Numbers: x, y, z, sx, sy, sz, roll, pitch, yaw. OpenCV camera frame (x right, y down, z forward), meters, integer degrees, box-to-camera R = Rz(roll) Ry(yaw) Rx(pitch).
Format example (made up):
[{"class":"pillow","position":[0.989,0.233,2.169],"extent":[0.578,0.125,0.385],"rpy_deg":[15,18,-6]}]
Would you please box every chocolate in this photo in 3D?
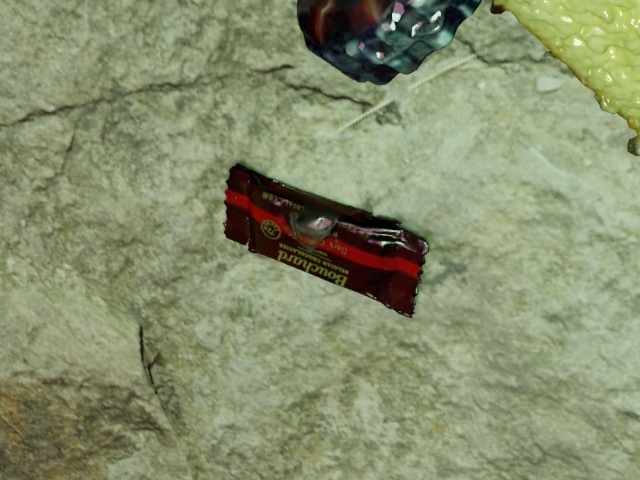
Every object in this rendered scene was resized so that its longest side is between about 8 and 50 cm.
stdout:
[{"class":"chocolate","position":[0.000,0.000,1.324],"extent":[0.182,0.028,0.086],"rpy_deg":[23,130,15]}]

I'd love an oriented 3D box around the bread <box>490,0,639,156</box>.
[{"class":"bread","position":[0.263,-0.152,0.973],"extent":[0.340,0.179,0.194],"rpy_deg":[37,142,-26]}]

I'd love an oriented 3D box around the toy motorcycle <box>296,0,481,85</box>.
[{"class":"toy motorcycle","position":[0.060,-0.265,0.884],"extent":[0.172,0.416,0.232],"rpy_deg":[28,123,-29]}]
